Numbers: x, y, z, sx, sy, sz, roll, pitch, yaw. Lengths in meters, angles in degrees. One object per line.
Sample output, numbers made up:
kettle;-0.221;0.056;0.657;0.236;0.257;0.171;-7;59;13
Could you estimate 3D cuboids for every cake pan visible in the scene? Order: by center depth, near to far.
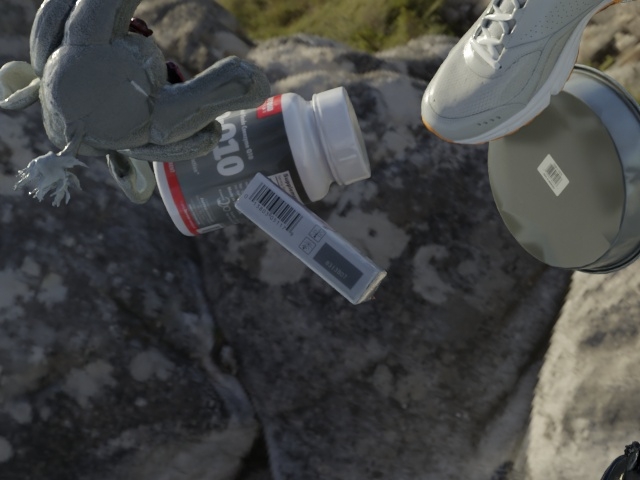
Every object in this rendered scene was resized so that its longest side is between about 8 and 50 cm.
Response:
cake pan;0.331;-0.090;1.521;0.293;0.054;0.293;30;128;48

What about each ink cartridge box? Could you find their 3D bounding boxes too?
ink cartridge box;0.000;0.000;1.410;0.189;0.232;0.066;39;98;8

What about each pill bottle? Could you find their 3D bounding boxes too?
pill bottle;-0.082;-0.118;1.614;0.283;0.161;0.161;-16;60;8

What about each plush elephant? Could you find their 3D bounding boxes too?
plush elephant;-0.265;-0.188;1.421;0.330;0.272;0.255;-49;19;-4

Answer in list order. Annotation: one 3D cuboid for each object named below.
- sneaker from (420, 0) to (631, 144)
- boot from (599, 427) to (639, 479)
sneaker;0.161;-0.188;0.847;0.262;0.121;0.099;-46;55;13
boot;0.322;0.281;1.139;0.094;0.207;0.246;28;56;10
